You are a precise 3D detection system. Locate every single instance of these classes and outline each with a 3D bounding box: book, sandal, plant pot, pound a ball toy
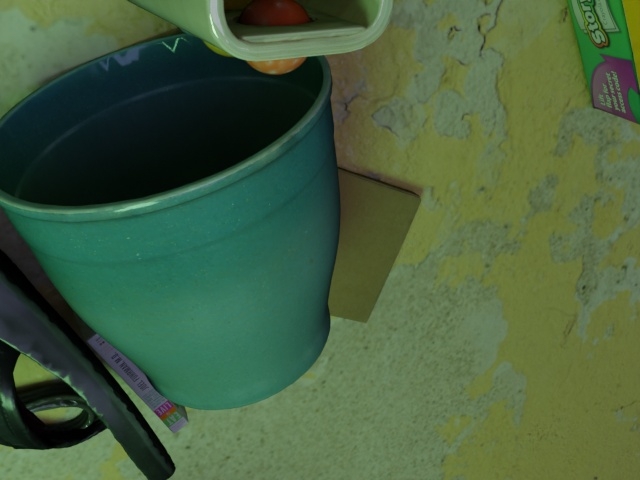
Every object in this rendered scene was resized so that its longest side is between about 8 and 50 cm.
[{"bbox_3d":[-0.186,0.115,0.771,0.035,0.096,0.144,-37,124,-8],"label":"book"},{"bbox_3d":[-0.291,0.067,0.658,0.107,0.167,0.446,-43,116,-12],"label":"sandal"},{"bbox_3d":[-0.103,-0.004,0.672,0.271,0.271,0.255,-25,128,-16],"label":"plant pot"},{"bbox_3d":[-0.020,-0.202,0.579,0.208,0.319,0.136,-11,117,-24],"label":"pound a ball toy"}]

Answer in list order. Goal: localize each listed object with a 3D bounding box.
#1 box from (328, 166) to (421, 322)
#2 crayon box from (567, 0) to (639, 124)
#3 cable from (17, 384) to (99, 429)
[{"bbox_3d":[0.000,0.000,0.865,0.201,0.021,0.164,15,104,-33],"label":"box"},{"bbox_3d":[0.411,-0.362,0.868,0.313,0.106,0.363,-35,124,-10],"label":"crayon box"},{"bbox_3d":[-0.341,0.170,0.726,0.287,0.072,0.139,28,93,-34],"label":"cable"}]
